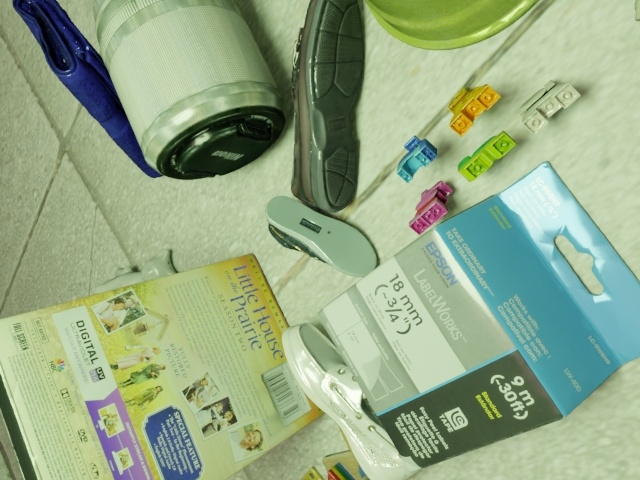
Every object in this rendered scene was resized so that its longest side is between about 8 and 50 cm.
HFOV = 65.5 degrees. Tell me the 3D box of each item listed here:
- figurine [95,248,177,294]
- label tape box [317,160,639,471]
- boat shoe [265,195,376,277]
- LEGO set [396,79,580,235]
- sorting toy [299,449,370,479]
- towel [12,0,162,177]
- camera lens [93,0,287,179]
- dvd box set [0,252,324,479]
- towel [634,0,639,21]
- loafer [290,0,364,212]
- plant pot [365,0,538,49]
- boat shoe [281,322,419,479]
[{"bbox_3d":[-0.359,0.139,1.050,0.210,0.092,0.214,-22,84,31],"label":"figurine"},{"bbox_3d":[0.181,0.101,0.596,0.334,0.106,0.240,-41,74,36],"label":"label tape box"},{"bbox_3d":[0.000,0.000,0.752,0.183,0.065,0.083,33,163,7],"label":"boat shoe"},{"bbox_3d":[0.168,-0.124,0.584,0.087,0.093,0.227,39,121,-11],"label":"LEGO set"},{"bbox_3d":[0.060,0.406,0.790,0.275,0.046,0.132,-32,79,38],"label":"sorting toy"},{"bbox_3d":[-0.378,-0.264,0.872,0.076,0.308,0.227,-35,66,-7],"label":"towel"},{"bbox_3d":[-0.193,-0.245,0.746,0.219,0.219,0.274,-32,79,38],"label":"camera lens"},{"bbox_3d":[-0.206,0.201,0.718,0.062,0.421,0.307,-34,78,41],"label":"dvd box set"},{"bbox_3d":[0.411,-0.286,0.376,0.282,0.049,0.187,7,102,38],"label":"towel"},{"bbox_3d":[-0.007,-0.191,0.689,0.095,0.109,0.302,14,110,40],"label":"loafer"},{"bbox_3d":[0.085,-0.347,0.486,0.276,0.254,0.275,9,105,36],"label":"plant pot"},{"bbox_3d":[0.054,0.220,0.733,0.277,0.098,0.096,50,119,14],"label":"boat shoe"}]
